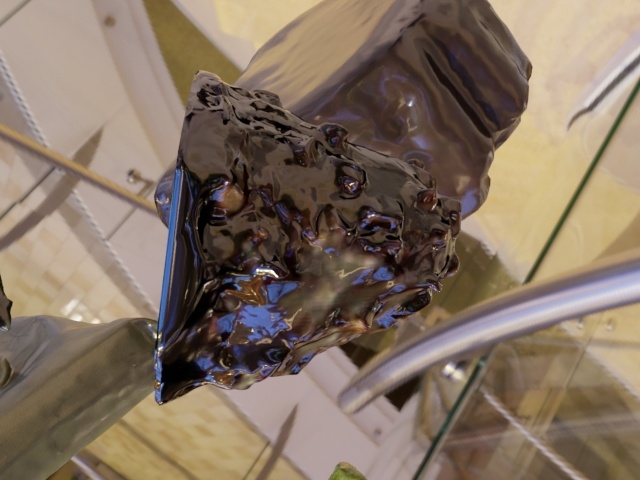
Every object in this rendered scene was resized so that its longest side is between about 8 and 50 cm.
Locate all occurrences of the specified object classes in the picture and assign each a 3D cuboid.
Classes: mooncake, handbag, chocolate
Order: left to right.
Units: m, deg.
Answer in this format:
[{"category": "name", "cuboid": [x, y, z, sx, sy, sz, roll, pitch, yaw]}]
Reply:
[{"category": "handbag", "cuboid": [-0.301, 0.165, 0.728, 0.253, 0.316, 0.109, -2, 117, 42]}, {"category": "chocolate", "cuboid": [0.000, 0.000, 0.378, 0.133, 0.156, 0.156, 4, 153, -7]}, {"category": "mooncake", "cuboid": [0.032, -0.112, 0.845, 0.212, 0.381, 0.351, 45, 152, -19]}]

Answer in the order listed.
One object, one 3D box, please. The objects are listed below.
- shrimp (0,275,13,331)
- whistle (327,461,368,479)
[{"category": "shrimp", "cuboid": [-0.283, -0.031, 0.375, 0.445, 0.272, 0.085, 50, -179, 22]}, {"category": "whistle", "cuboid": [-0.017, 0.283, 0.700, 0.057, 0.198, 0.104, 34, 173, 4]}]
